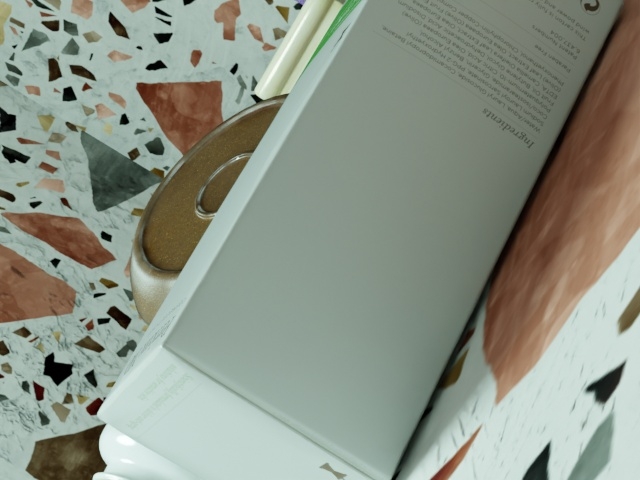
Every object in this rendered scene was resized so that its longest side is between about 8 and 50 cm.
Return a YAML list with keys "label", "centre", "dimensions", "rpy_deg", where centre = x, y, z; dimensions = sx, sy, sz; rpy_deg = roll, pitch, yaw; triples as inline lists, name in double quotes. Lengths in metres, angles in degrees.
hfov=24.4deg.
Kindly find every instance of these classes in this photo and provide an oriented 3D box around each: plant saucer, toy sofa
- label: "plant saucer"
  centre: [-0.077, -0.042, 1.462]
  dimensions: [0.311, 0.050, 0.310]
  rpy_deg: [-30, 33, 21]
- label: "toy sofa"
  centre: [0.036, -0.261, 1.813]
  dimensions: [0.150, 0.177, 0.362]
  rpy_deg: [-58, -6, 25]

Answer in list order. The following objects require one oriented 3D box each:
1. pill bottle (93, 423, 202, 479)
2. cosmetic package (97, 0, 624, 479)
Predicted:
- label: "pill bottle"
  centre: [-0.137, 0.188, 1.420]
  dimensions: [0.229, 0.131, 0.131]
  rpy_deg: [-61, 6, -27]
- label: "cosmetic package"
  centre: [0.028, -0.019, 0.932]
  dimensions: [0.365, 0.155, 0.197]
  rpy_deg: [-60, 8, -27]
